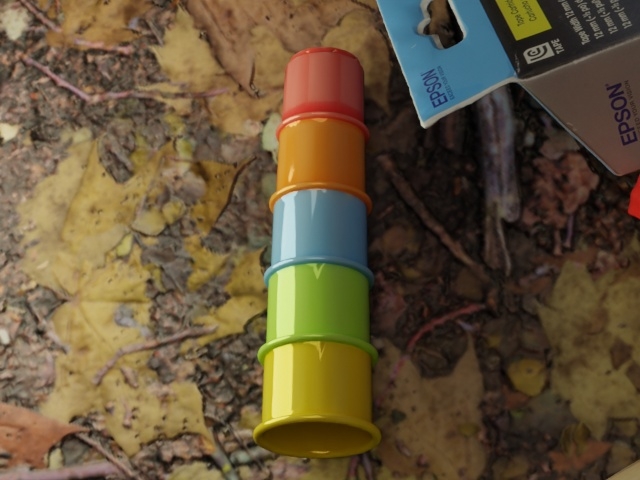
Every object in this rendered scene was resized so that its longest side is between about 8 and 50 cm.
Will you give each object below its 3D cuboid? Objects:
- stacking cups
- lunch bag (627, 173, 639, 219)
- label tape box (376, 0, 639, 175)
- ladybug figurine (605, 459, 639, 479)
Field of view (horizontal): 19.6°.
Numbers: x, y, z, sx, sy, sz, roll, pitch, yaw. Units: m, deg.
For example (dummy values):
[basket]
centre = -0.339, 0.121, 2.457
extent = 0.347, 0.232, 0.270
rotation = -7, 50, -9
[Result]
[stacking cups]
centre = 0.000, 0.000, 1.403
extent = 0.096, 0.096, 0.316
rotation = -3, 68, 10
[lunch bag]
centre = 0.332, 0.005, 1.231
extent = 0.258, 0.293, 0.120
rotation = 21, 97, 21
[label tape box]
centre = 0.230, -0.164, 1.359
extent = 0.347, 0.115, 0.249
rotation = -21, 31, 4
[ladybug figurine]
centre = 0.298, 0.263, 1.178
extent = 0.449, 0.162, 0.305
rotation = -25, 45, 6
